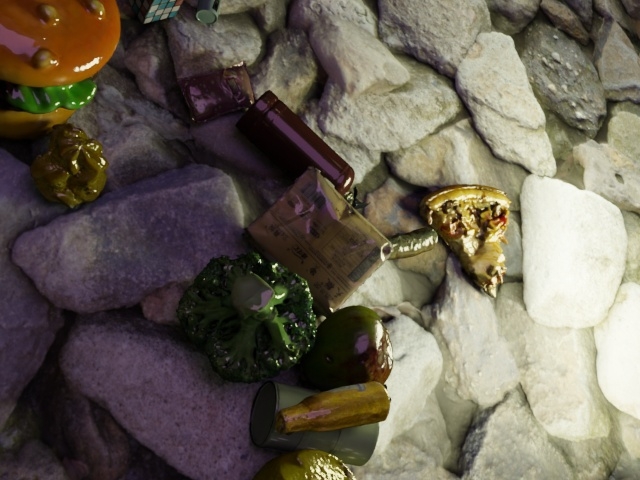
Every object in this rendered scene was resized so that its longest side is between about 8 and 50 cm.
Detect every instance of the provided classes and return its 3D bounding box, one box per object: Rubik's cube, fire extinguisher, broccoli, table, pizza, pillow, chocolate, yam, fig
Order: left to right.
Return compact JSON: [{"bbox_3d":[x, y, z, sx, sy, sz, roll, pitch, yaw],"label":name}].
[{"bbox_3d":[-0.365,-0.548,1.862,0.092,0.092,0.092,-25,81,-35],"label":"Rubik's cube"},{"bbox_3d":[-0.223,-0.326,1.870,0.185,0.043,0.118,-21,85,-31],"label":"pillow"},{"bbox_3d":[-0.135,0.139,1.573,0.269,0.270,0.270,1,70,-4],"label":"broccoli"},{"bbox_3d":[-0.025,-0.179,1.870,0.337,0.114,0.135,44,27,-4],"label":"fire extinguisher"},{"bbox_3d":[-0.012,0.351,1.618,0.219,0.126,0.127,17,60,-23],"label":"table"},{"bbox_3d":[0.021,0.311,1.531,0.219,0.085,0.086,-7,71,-31],"label":"chocolate"},{"bbox_3d":[0.055,0.228,1.691,0.191,0.181,0.181,-19,76,-6],"label":"fig"},{"bbox_3d":[0.145,0.019,1.903,0.274,0.061,0.061,-11,73,-31],"label":"yam"},{"bbox_3d":[0.349,-0.025,2.029,0.251,0.074,0.288,16,59,-19],"label":"pizza"}]

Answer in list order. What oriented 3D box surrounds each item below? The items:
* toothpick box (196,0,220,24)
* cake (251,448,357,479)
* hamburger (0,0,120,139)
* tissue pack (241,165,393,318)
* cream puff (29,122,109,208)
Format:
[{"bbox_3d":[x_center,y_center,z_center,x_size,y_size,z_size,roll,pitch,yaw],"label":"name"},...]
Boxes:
[{"bbox_3d":[-0.256,-0.546,1.947,0.052,0.052,0.083,16,62,-22],"label":"toothpick box"},{"bbox_3d":[-0.012,0.506,1.531,0.179,0.156,0.261,-17,81,-50],"label":"cake"},{"bbox_3d":[-0.576,-0.412,1.549,0.395,0.277,0.396,19,53,-28],"label":"hamburger"},{"bbox_3d":[0.000,0.000,1.757,0.256,0.123,0.215,45,86,-1],"label":"tissue pack"},{"bbox_3d":[-0.468,-0.142,1.592,0.121,0.156,0.156,31,54,9],"label":"cream puff"}]
